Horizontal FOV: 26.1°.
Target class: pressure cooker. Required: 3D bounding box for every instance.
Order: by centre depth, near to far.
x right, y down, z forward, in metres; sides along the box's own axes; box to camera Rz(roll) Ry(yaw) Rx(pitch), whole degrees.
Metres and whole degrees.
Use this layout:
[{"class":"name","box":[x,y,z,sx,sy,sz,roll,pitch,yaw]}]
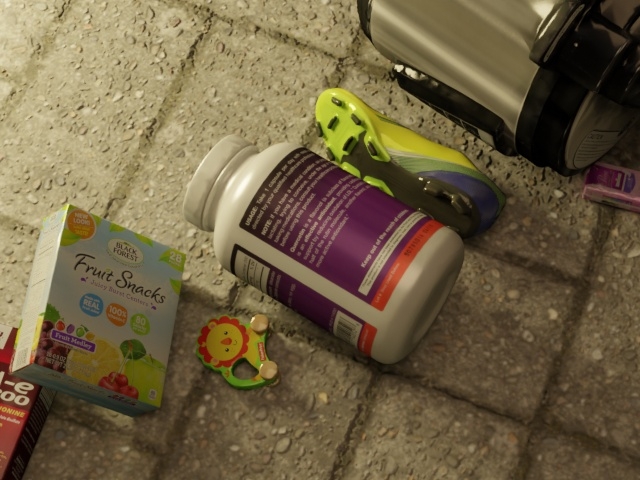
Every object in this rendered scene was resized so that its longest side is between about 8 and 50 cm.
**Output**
[{"class":"pressure cooker","box":[0.300,-0.288,1.707,0.420,0.375,0.370,38,64,19]}]

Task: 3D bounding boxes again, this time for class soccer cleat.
[{"class":"soccer cleat","box":[0.114,-0.104,1.794,0.289,0.093,0.121,39,39,22]}]

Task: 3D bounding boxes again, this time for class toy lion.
[{"class":"toy lion","box":[-0.104,0.137,1.693,0.096,0.034,0.100,-13,65,1]}]

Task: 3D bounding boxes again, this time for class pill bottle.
[{"class":"pill bottle","box":[0.000,0.000,1.675,0.323,0.181,0.181,31,68,14]}]

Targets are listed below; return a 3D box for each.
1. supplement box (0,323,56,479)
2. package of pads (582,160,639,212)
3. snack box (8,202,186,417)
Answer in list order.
[{"class":"supplement box","box":[-0.402,0.218,1.627,0.130,0.073,0.239,14,64,7]},{"class":"package of pads","box":[0.385,-0.071,1.793,0.083,0.032,0.050,15,62,7]},{"class":"snack box","box":[-0.262,0.084,1.647,0.174,0.070,0.207,24,58,-32]}]
